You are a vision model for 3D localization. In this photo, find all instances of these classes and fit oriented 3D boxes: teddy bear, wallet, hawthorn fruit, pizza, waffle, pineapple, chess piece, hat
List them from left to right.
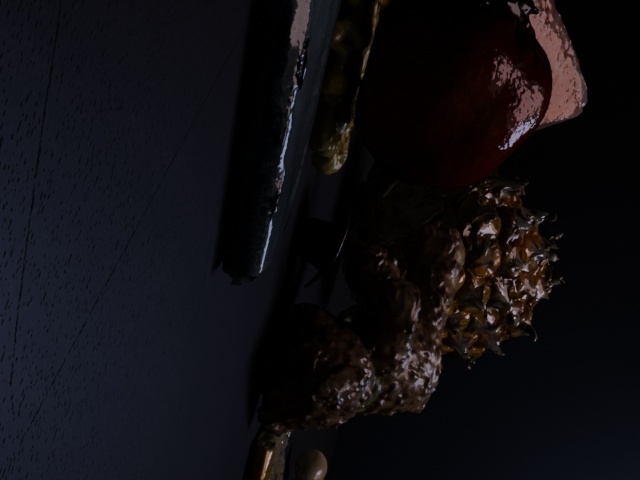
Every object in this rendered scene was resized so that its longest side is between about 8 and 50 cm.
[{"bbox_3d":[-0.062,0.285,1.675,0.262,0.034,0.181,-66,168,-62],"label":"pizza"},{"bbox_3d":[-0.015,-0.167,1.015,0.190,0.046,0.378,-64,167,-60],"label":"wallet"},{"bbox_3d":[-0.025,0.478,2.172,0.139,0.124,0.307,-25,131,-43],"label":"chess piece"},{"bbox_3d":[0.000,0.000,1.519,0.121,0.050,0.121,-155,-90,-89],"label":"hat"},{"bbox_3d":[0.034,0.099,1.540,0.246,0.223,0.296,-26,-130,42],"label":"teddy bear"},{"bbox_3d":[0.037,-0.231,1.332,0.312,0.060,0.307,98,7,-66],"label":"waffle"},{"bbox_3d":[0.114,-0.139,1.257,0.251,0.190,0.189,-55,-176,24],"label":"hawthorn fruit"},{"bbox_3d":[0.199,0.007,2.033,0.300,0.352,0.352,53,45,-50],"label":"pineapple"}]

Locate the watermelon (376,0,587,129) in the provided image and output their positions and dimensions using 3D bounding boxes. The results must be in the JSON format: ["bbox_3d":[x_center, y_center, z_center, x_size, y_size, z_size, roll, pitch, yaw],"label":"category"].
[{"bbox_3d":[0.183,-0.226,1.506,0.250,0.293,0.283,81,13,-75],"label":"watermelon"}]
